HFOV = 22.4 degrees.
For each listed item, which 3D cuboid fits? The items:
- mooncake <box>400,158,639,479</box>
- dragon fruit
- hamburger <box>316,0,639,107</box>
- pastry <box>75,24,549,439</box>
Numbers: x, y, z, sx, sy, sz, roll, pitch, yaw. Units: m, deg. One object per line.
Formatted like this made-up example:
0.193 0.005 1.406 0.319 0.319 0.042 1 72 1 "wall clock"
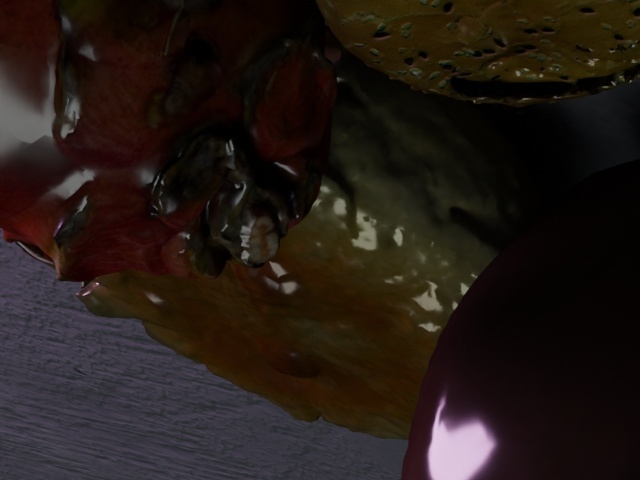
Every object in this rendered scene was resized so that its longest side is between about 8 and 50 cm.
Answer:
0.189 0.115 0.793 0.174 0.325 0.334 -1 165 42 "mooncake"
-0.127 -0.126 0.731 0.315 0.250 0.250 35 152 -18 "dragon fruit"
0.093 -0.124 0.660 0.185 0.113 0.177 16 149 -4 "hamburger"
0.000 0.000 0.951 0.330 0.136 0.329 21 153 12 "pastry"
